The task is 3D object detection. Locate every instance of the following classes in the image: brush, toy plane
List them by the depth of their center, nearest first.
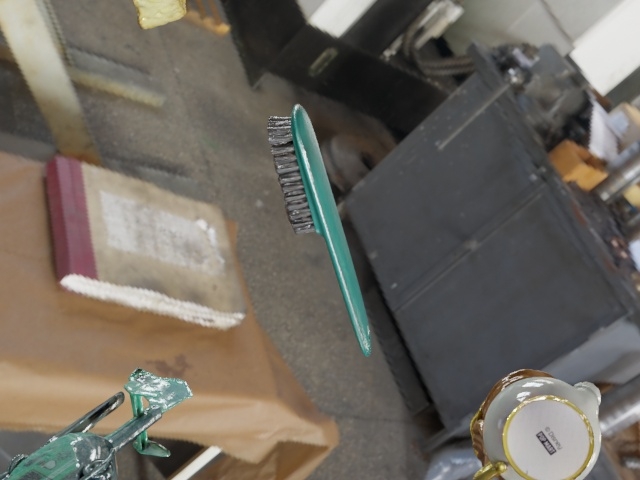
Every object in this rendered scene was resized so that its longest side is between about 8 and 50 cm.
[{"bbox_3d":[0.000,0.000,0.620,0.043,0.032,0.193,-81,158,-60],"label":"brush"},{"bbox_3d":[-0.169,0.161,0.643,0.235,0.096,0.060,-35,126,-46],"label":"toy plane"}]

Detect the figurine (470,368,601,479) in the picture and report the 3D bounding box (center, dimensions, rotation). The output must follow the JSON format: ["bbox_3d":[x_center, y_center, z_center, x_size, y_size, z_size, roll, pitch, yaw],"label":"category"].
[{"bbox_3d":[0.264,0.237,1.148,0.142,0.190,0.263,60,2,8],"label":"figurine"}]

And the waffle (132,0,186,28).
[{"bbox_3d":[-0.183,-0.348,0.927,0.274,0.057,0.167,100,-20,-75],"label":"waffle"}]
